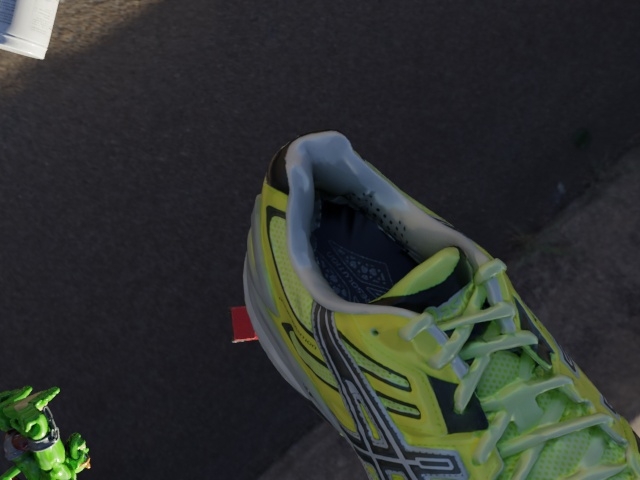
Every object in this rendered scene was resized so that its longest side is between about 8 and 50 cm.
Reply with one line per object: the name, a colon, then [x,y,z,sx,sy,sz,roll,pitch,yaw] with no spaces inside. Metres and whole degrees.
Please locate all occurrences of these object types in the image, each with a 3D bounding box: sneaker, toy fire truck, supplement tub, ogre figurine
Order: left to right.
supplement tub: [-0.309,-0.250,0.879,0.071,0.071,0.107,13,94,-36]
ogre figurine: [-0.326,0.233,0.966,0.096,0.197,0.118,-30,102,-48]
toy fire truck: [-0.053,0.104,1.116,0.135,0.192,0.047,-6,83,-4]
sneaker: [0.075,0.093,0.445,0.145,0.384,0.147,-36,150,-20]
